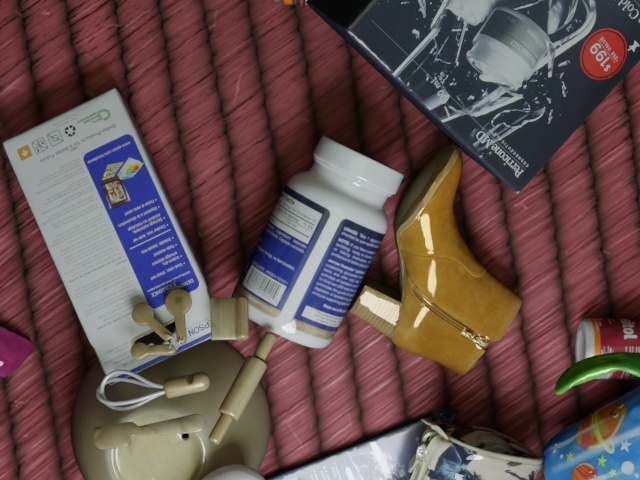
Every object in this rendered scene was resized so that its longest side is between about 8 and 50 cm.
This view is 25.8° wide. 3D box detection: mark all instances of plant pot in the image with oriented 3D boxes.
[{"bbox_3d":[-0.211,0.271,1.905,0.284,0.191,0.284,0,96,-1],"label":"plant pot"}]

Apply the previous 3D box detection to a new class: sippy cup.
[{"bbox_3d":[0.433,0.309,1.889,0.224,0.240,0.305,-28,69,30],"label":"sippy cup"}]

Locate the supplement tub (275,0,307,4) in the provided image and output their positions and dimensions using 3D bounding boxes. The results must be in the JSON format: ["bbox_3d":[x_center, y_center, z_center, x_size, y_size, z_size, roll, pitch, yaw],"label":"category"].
[{"bbox_3d":[-0.004,-0.368,1.882,0.198,0.106,0.106,2,96,-1],"label":"supplement tub"}]

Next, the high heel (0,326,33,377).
[{"bbox_3d":[-0.517,0.096,1.955,0.117,0.082,0.244,-38,82,-25],"label":"high heel"}]

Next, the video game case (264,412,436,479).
[{"bbox_3d":[0.069,0.387,2.002,0.274,0.026,0.196,-22,96,1],"label":"video game case"}]

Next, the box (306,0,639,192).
[{"bbox_3d":[0.221,-0.296,1.800,0.343,0.179,0.312,39,96,-27],"label":"box"}]

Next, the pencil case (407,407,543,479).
[{"bbox_3d":[0.146,0.442,1.915,0.183,0.160,0.410,22,96,-11],"label":"pencil case"}]

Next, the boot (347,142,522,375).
[{"bbox_3d":[0.190,0.031,1.924,0.211,0.104,0.295,25,109,-10],"label":"boot"}]

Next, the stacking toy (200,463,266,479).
[{"bbox_3d":[-0.176,0.507,1.831,0.350,0.350,0.480,19,101,-2],"label":"stacking toy"}]

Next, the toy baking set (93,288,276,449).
[{"bbox_3d":[-0.179,0.176,1.808,0.197,0.030,0.256,19,68,14],"label":"toy baking set"}]

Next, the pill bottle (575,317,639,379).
[{"bbox_3d":[0.439,0.152,1.949,0.152,0.086,0.086,1,96,-1],"label":"pill bottle"}]

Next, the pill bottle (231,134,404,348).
[{"bbox_3d":[0.000,0.000,1.896,0.153,0.153,0.264,27,95,-3],"label":"pill bottle"}]

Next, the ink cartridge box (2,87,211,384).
[{"bbox_3d":[-0.278,-0.006,1.899,0.176,0.069,0.371,-25,80,2],"label":"ink cartridge box"}]
